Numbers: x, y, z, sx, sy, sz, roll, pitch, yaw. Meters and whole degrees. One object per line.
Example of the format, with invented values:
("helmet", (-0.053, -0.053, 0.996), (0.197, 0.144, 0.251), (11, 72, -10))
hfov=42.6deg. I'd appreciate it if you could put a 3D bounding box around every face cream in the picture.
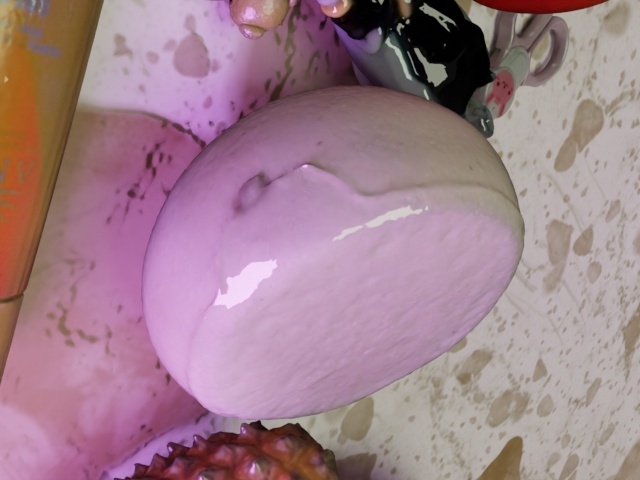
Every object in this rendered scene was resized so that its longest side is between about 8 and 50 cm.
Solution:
("face cream", (-0.224, -0.039, 0.482), (0.139, 0.067, 0.285), (9, 105, -42))

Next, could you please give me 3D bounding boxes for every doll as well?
("doll", (0.065, -0.165, 0.647), (0.103, 0.145, 0.316), (-32, 139, 15))
("doll", (-0.060, -0.187, 0.571), (0.061, 0.051, 0.093), (-51, 135, -1))

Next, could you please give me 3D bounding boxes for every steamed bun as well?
("steamed bun", (0.000, 0.000, 0.613), (0.283, 0.177, 0.283), (-19, 146, -13))

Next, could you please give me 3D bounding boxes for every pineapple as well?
("pineapple", (-0.151, 0.255, 0.601), (0.361, 0.175, 0.175), (-18, 122, -21))

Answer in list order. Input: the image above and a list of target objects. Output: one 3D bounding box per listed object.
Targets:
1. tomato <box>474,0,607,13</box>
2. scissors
("tomato", (0.142, -0.273, 0.589), (0.180, 0.260, 0.260), (-37, 139, 17))
("scissors", (0.171, -0.150, 0.816), (0.242, 0.030, 0.118), (-53, 136, -14))
